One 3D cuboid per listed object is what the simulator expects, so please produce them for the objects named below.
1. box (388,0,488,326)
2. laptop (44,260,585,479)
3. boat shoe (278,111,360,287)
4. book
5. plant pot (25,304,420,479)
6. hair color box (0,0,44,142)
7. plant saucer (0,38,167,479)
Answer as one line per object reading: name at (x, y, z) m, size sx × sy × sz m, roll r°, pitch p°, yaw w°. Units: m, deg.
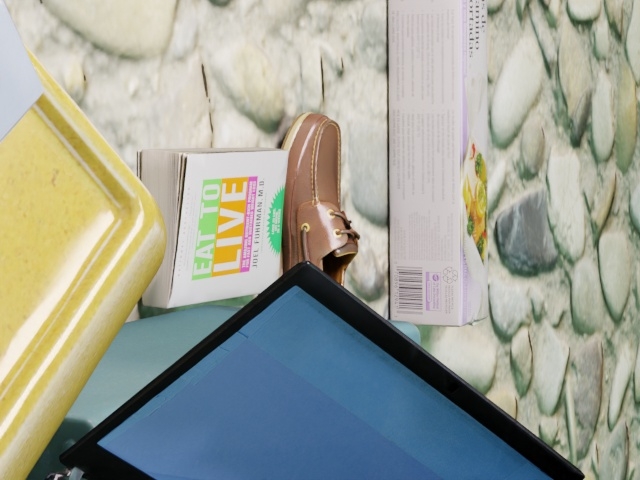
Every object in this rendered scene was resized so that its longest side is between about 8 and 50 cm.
box at (0.093, -0.094, 1.401) m, size 0.063 × 0.067 × 0.324 m, roll -12°, pitch 102°, yaw -64°
laptop at (-0.017, 0.185, 0.832) m, size 0.234 × 0.136 × 0.264 m, roll 38°, pitch 57°, yaw -36°
boat shoe at (0.000, 0.000, 1.224) m, size 0.064 × 0.060 × 0.178 m, roll 22°, pitch 72°, yaw -62°
book at (-0.067, -0.010, 1.129) m, size 0.144 × 0.035 × 0.096 m, roll -9°, pitch 104°, yaw -65°
plant pot at (-0.079, 0.128, 0.971) m, size 0.234 × 0.165 × 0.166 m, roll -3°, pitch 94°, yaw -53°
hair color box at (-0.228, -0.154, 0.397) m, size 0.113 × 0.185 × 0.374 m, roll -57°, pitch 138°, yaw -42°
plant saucer at (-0.204, -0.012, 0.668) m, size 0.333 × 0.081 × 0.333 m, roll 51°, pitch 44°, yaw -23°
